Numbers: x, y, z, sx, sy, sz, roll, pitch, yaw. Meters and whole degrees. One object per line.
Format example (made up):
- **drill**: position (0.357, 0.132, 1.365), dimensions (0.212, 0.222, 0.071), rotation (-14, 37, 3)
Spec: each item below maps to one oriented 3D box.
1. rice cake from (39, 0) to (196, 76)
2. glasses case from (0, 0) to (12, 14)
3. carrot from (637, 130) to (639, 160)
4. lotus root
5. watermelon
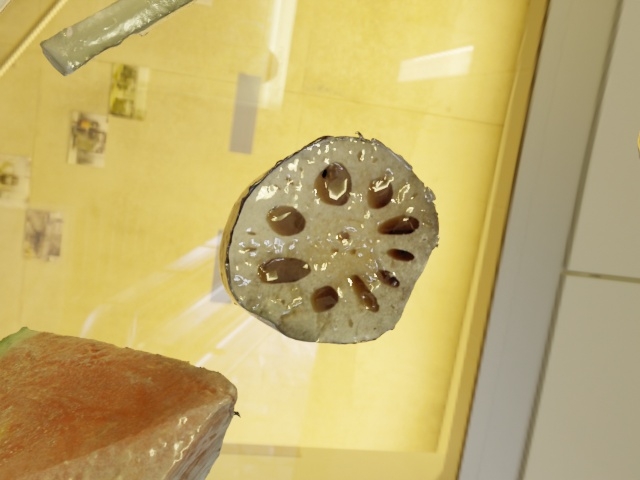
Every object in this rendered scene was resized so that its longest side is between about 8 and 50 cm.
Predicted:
- **rice cake**: position (-0.271, -0.308, 0.964), dimensions (0.256, 0.057, 0.052), rotation (-44, 176, -30)
- **glasses case**: position (-0.281, -0.216, 0.483), dimensions (0.336, 0.144, 0.076), rotation (-49, -150, 4)
- **carrot**: position (0.371, -0.113, 0.615), dimensions (0.302, 0.114, 0.114), rotation (48, 46, -78)
- **lotus root**: position (0.000, 0.000, 0.882), dimensions (0.192, 0.272, 0.272), rotation (-171, -93, -75)
- **watermelon**: position (-0.229, 0.175, 0.564), dimensions (0.292, 0.251, 0.283), rotation (-59, 173, 7)
